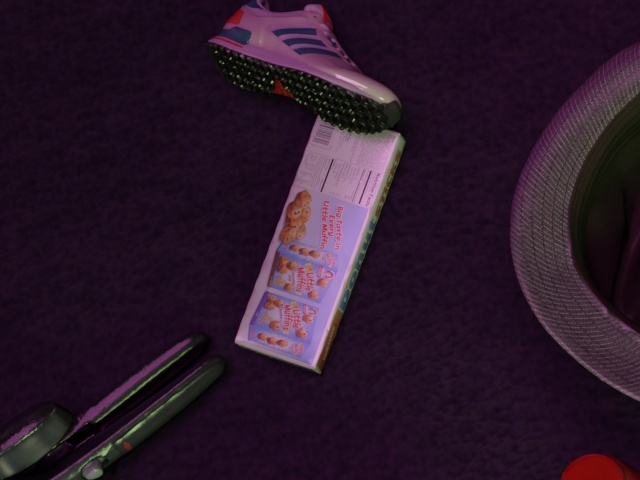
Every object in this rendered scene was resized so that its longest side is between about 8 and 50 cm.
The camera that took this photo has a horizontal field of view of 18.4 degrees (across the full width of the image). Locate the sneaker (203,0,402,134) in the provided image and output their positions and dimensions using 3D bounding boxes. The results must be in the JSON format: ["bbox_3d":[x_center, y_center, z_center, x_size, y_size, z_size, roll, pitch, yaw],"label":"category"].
[{"bbox_3d":[-0.002,-0.133,1.398,0.161,0.057,0.075,22,65,30],"label":"sneaker"}]

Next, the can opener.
[{"bbox_3d":[-0.148,0.129,1.383,0.186,0.073,0.059,-29,64,-3],"label":"can opener"}]

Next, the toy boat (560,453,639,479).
[{"bbox_3d":[0.100,0.259,1.247,0.318,0.148,0.267,-40,55,6],"label":"toy boat"}]

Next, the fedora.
[{"bbox_3d":[0.257,-0.007,1.274,0.243,0.124,0.275,34,80,17],"label":"fedora"}]

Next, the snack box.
[{"bbox_3d":[0.000,0.000,1.391,0.064,0.022,0.178,18,82,18],"label":"snack box"}]
